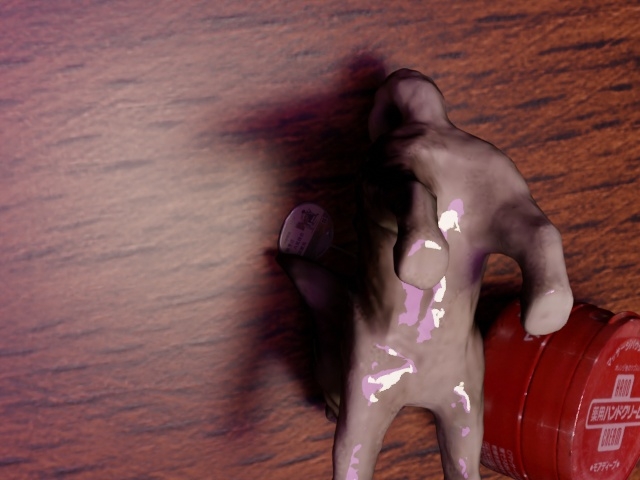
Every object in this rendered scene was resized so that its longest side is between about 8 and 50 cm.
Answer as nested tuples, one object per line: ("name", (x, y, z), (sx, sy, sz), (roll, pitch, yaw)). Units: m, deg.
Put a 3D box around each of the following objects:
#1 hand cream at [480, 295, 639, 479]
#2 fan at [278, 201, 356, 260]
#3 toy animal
("hand cream", (0.238, 0.151, 1.286), (0.193, 0.125, 0.193), (-23, 119, -49))
("fan", (-0.003, -0.008, 1.258), (0.080, 0.003, 0.060), (-6, 104, -20))
("toy animal", (0.074, 0.038, 1.187), (0.194, 0.302, 0.344), (5, 128, -21))
